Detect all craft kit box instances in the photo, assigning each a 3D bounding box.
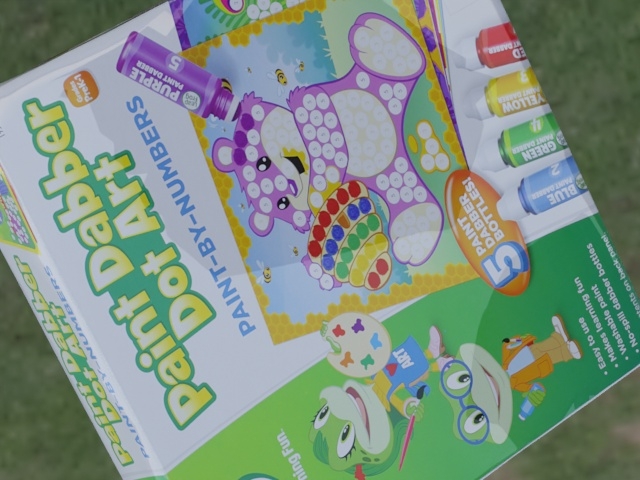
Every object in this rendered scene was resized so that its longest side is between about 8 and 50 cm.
[{"bbox_3d":[0.000,0.000,0.830,0.246,0.250,0.061,-32,-169,-24],"label":"craft kit box"}]
